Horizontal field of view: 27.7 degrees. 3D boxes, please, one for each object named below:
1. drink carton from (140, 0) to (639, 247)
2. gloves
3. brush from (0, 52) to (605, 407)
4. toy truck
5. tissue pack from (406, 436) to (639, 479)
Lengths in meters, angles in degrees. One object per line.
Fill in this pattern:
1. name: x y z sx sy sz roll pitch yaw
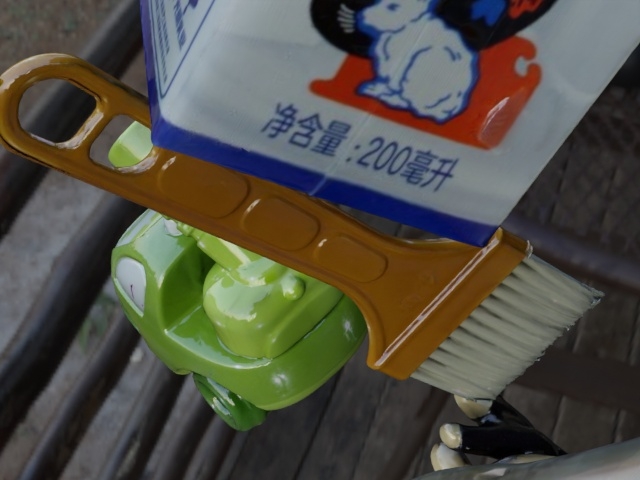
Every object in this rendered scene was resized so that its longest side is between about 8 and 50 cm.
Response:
1. drink carton: 0.067 -0.150 0.362 0.131 0.315 0.106 16 38 -25
2. gloves: 0.210 0.276 1.340 0.197 0.301 0.152 -8 35 51
3. brush: 0.000 0.000 0.531 0.314 0.090 0.017 27 22 -39
4. toy truck: -0.055 0.018 0.874 0.148 0.210 0.187 -39 72 -18
5. tissue pack: 0.068 0.273 0.696 0.195 0.390 0.375 34 58 -20
